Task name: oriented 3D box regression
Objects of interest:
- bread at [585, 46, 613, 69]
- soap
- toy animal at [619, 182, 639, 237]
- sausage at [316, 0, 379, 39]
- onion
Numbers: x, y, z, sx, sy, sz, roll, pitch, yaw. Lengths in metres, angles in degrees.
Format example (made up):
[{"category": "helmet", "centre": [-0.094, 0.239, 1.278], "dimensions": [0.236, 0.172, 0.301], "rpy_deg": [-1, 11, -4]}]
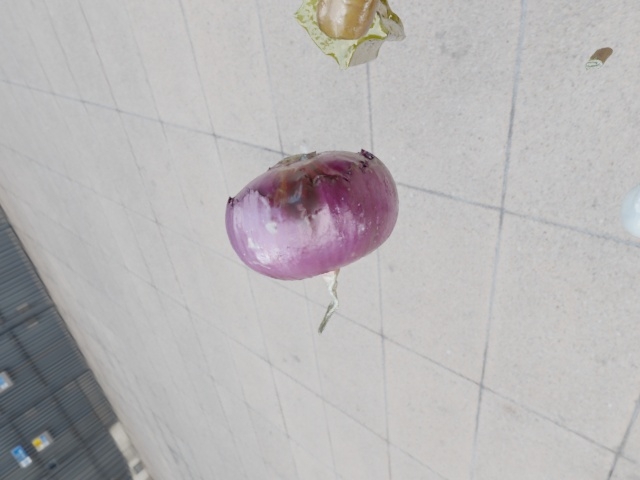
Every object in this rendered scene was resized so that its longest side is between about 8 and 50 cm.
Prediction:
[{"category": "bread", "centre": [0.801, -0.524, 1.354], "dimensions": [0.047, 0.083, 0.036], "rpy_deg": [8, 136, 52]}, {"category": "soap", "centre": [0.049, -0.490, 0.960], "dimensions": [0.143, 0.281, 0.259], "rpy_deg": [-33, 97, 29]}, {"category": "toy animal", "centre": [0.863, -0.120, 1.112], "dimensions": [0.174, 0.289, 0.249], "rpy_deg": [55, 156, 24]}, {"category": "sausage", "centre": [0.051, -0.413, 0.650], "dimensions": [0.109, 0.109, 0.270], "rpy_deg": [42, 158, 17]}, {"category": "onion", "centre": [-0.003, -0.040, 0.987], "dimensions": [0.358, 0.358, 0.345], "rpy_deg": [1, 137, 49]}]
